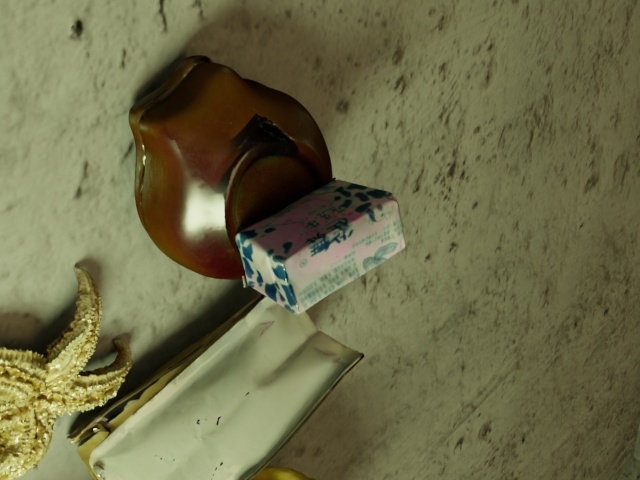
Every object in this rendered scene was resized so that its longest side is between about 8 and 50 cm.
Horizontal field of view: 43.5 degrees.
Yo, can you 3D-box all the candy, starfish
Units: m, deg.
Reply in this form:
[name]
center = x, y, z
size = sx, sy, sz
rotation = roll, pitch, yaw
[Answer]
[candy]
center = 0.000, 0.000, 0.820
size = 0.160, 0.092, 0.073
rotation = -30, 125, -32
[starfish]
center = -0.278, 0.138, 0.793
size = 0.238, 0.071, 0.216
rotation = 0, 114, -57

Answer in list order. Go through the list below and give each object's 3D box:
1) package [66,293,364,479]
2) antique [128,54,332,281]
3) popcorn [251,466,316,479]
[package]
center = -0.132, 0.192, 0.954
size = 0.311, 0.221, 0.165
rotation = -42, 97, -27
[antique]
center = -0.087, -0.060, 0.867
size = 0.223, 0.129, 0.278
rotation = -44, 137, -22
[popcorn]
center = -0.067, 0.450, 1.016
size = 0.316, 0.281, 0.297
rotation = -27, 91, -39
